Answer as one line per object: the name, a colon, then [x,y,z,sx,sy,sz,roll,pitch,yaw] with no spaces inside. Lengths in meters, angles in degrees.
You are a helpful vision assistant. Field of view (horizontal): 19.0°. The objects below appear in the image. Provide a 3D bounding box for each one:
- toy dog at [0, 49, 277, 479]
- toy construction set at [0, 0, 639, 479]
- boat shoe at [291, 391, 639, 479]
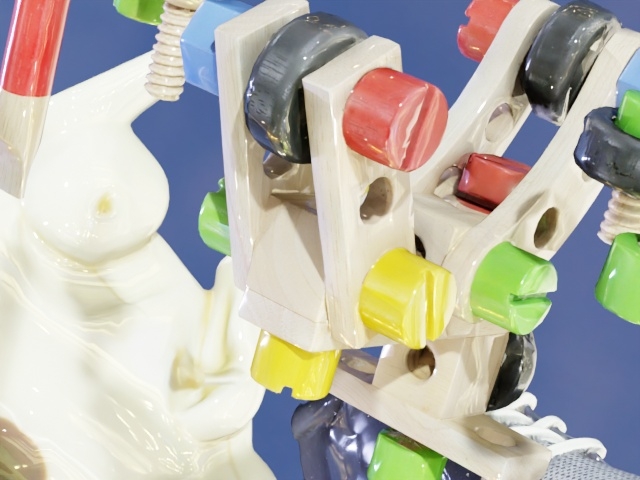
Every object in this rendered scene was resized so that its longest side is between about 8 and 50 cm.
toy dog: [-0.156,0.117,1.287,0.285,0.395,0.407,-22,-80,28]
toy construction set: [0.000,0.000,0.838,0.309,0.257,0.237,20,-69,9]
boat shoe: [0.089,0.121,0.973,0.340,0.127,0.158,-26,-111,51]
